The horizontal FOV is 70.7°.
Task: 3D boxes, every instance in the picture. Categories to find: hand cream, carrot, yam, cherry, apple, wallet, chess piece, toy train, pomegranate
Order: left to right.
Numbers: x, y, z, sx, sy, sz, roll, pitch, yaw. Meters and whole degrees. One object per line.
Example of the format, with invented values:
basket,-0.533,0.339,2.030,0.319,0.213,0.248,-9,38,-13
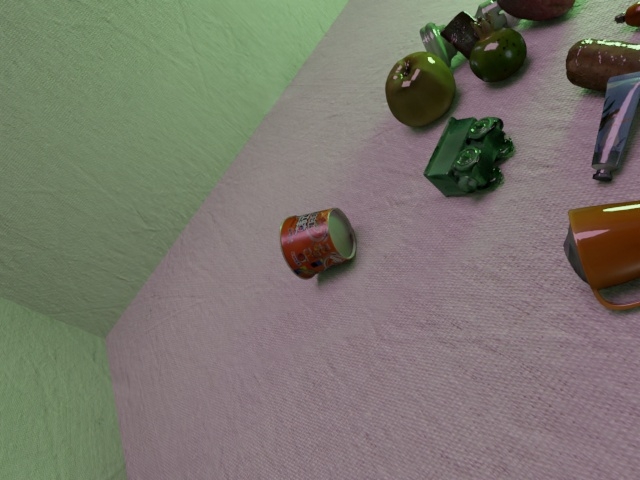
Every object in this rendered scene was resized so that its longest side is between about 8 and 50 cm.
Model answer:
apple,0.374,-0.565,1.696,0.263,0.262,0.262,-31,39,30
chess piece,0.558,-0.811,1.756,0.299,0.194,0.194,-23,43,24
toy train,0.461,-0.263,1.389,0.202,0.145,0.265,6,64,56
wallet,0.561,-0.732,1.656,0.122,0.232,0.031,-46,-8,10
pomegranate,0.584,-0.650,1.520,0.187,0.225,0.187,-32,25,17
cherry,0.733,-0.876,1.517,0.221,0.261,0.307,-38,72,-18
hand cream,0.720,-0.280,1.105,0.091,0.058,0.271,14,89,62
yam,0.780,-0.456,1.195,0.130,0.127,0.238,-26,36,-14
carrot,0.967,-0.625,1.189,0.336,0.069,0.069,7,66,46

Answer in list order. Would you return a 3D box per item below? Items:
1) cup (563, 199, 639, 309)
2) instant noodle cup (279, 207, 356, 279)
cup,0.648,0.016,0.911,0.264,0.182,0.225,-18,80,33
instant noodle cup,0.000,0.000,1.639,0.192,0.250,0.250,-19,46,28
